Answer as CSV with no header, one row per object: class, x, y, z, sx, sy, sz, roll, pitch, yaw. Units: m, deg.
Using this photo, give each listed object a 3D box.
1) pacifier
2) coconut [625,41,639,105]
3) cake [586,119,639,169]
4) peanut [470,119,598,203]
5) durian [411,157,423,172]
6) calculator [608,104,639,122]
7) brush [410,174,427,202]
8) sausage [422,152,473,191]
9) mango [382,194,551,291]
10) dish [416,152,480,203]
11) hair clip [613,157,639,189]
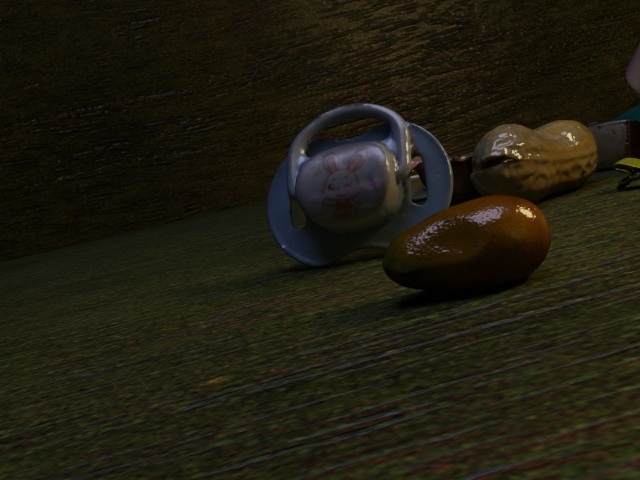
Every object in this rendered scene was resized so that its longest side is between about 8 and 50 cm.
pacifier,0.066,-0.068,1.305,0.287,0.238,0.226,-13,-23,16
coconut,0.696,-0.296,1.510,0.298,0.309,0.297,12,35,-8
cake,0.626,-0.177,1.709,0.226,0.090,0.109,5,-8,-37
peanut,0.364,-0.134,1.454,0.313,0.149,0.149,-18,8,-37
durian,0.102,-0.106,1.644,0.165,0.182,0.132,21,-2,-39
calculator,0.779,-0.287,2.022,0.274,0.058,0.248,-31,7,-1
brush,0.320,-0.137,1.907,0.321,0.060,0.050,-12,-6,3
sausage,0.427,-0.169,1.837,0.434,0.087,0.088,-12,6,4
mango,0.149,0.007,0.877,0.165,0.089,0.115,-14,15,19
dish,0.300,-0.128,1.716,0.214,0.090,0.213,-12,4,1
hair clip,0.530,-0.110,1.292,0.072,0.046,0.173,-23,13,-40
